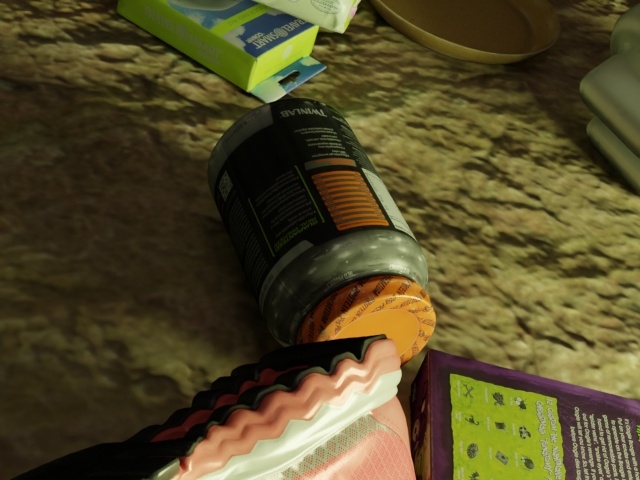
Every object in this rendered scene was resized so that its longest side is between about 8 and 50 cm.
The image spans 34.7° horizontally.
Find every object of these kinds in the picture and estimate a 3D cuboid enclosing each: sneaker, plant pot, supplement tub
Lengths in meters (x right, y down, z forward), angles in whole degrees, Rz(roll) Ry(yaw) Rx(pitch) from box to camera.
[{"bbox_3d":[-0.053,0.154,0.510,0.314,0.116,0.136,-22,96,-41],"label":"sneaker"},{"bbox_3d":[0.148,-0.262,1.134,0.236,0.032,0.236,13,41,-11],"label":"plant pot"},{"bbox_3d":[0.000,0.000,0.714,0.117,0.117,0.190,-3,46,-26],"label":"supplement tub"}]

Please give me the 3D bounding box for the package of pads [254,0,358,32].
[{"bbox_3d":[-0.056,-0.321,1.009,0.229,0.101,0.296,18,28,-10],"label":"package of pads"}]

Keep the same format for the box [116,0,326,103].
[{"bbox_3d":[-0.087,-0.203,0.958,0.178,0.042,0.109,33,42,15],"label":"box"}]

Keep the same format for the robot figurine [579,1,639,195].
[{"bbox_3d":[0.421,-0.184,0.965,0.353,0.300,0.199,-34,60,0],"label":"robot figurine"}]

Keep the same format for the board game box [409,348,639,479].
[{"bbox_3d":[0.154,0.225,0.588,0.208,0.056,0.346,12,41,-5],"label":"board game box"}]
